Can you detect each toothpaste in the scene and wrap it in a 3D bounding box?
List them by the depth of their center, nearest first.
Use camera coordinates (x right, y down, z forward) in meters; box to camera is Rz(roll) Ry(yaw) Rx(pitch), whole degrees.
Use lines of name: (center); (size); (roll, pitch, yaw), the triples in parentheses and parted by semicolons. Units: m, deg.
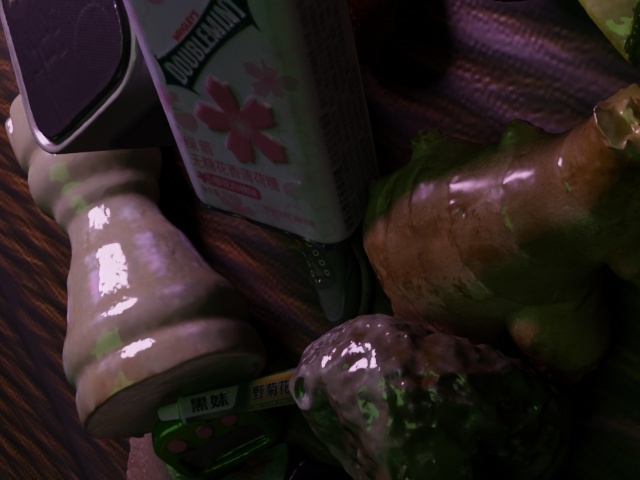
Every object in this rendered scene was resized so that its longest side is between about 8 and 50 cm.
toothpaste: (-0.081, 0.174, 1.196); (0.031, 0.204, 0.049); (132, 127, -86)

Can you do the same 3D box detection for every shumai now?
shumai: (0.071, 0.193, 0.924); (0.260, 0.222, 0.225); (24, 159, 14)

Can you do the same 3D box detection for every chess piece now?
chess piece: (-0.250, 0.003, 1.326); (0.234, 0.234, 0.442); (-47, 59, 44)

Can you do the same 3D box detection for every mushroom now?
mushroom: (0.039, -0.233, 1.047); (0.127, 0.087, 0.127); (174, 90, -73)

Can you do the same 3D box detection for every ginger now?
ginger: (0.165, 0.014, 0.861); (0.375, 0.166, 0.236); (178, 84, -71)

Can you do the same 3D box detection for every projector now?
projector: (-0.176, -0.242, 1.156); (0.248, 0.249, 0.249); (-30, 75, 48)

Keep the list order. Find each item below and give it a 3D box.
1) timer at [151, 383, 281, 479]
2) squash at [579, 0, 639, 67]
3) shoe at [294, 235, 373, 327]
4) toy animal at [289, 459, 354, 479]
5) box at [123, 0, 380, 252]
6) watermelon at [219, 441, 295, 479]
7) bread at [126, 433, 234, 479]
timer: (-0.124, 0.228, 1.271); (0.140, 0.128, 0.047); (-28, 46, 11)
squash: (0.308, -0.256, 0.606); (0.309, 0.233, 0.210); (-46, 45, 44)
shoe: (0.000, 0.002, 1.132); (0.074, 0.077, 0.195); (-1, 96, 49)
toy animal: (0.045, 0.349, 1.057); (0.266, 0.212, 0.213); (29, 128, -1)
box: (-0.060, -0.160, 0.938); (0.190, 0.112, 0.370); (21, 147, 28)
watermelon: (-0.148, 0.386, 1.261); (0.213, 0.320, 0.290); (25, 146, 24)
bread: (-0.173, 0.372, 1.401); (0.183, 0.102, 0.337); (19, 110, 43)
